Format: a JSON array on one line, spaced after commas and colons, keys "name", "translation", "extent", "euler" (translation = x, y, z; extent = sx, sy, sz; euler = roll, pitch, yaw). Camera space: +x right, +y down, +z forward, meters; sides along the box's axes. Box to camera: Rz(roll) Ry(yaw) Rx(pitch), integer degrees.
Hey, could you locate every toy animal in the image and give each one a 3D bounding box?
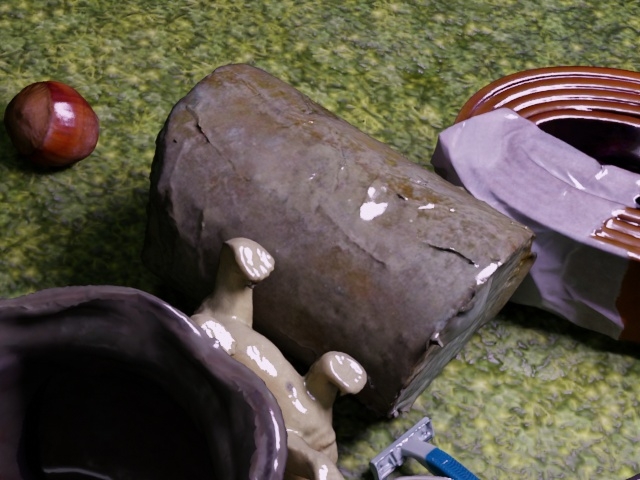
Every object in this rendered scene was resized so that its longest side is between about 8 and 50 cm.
[{"name": "toy animal", "translation": [-0.036, 0.117, 0.971], "extent": [0.218, 0.101, 0.103], "euler": [49, 46, 1]}]

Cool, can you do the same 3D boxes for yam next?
[{"name": "yam", "translation": [0.000, 0.000, 1.069], "extent": [0.300, 0.195, 0.195], "euler": [31, 51, 18]}]

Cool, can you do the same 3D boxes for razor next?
[{"name": "razor", "translation": [0.127, 0.205, 1.001], "extent": [0.191, 0.037, 0.068], "euler": [39, 53, 25]}]

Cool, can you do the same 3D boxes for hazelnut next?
[{"name": "hazelnut", "translation": [-0.236, -0.105, 1.206], "extent": [0.086, 0.086, 0.086], "euler": [4, 48, -5]}]

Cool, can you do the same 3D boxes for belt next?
[{"name": "belt", "translation": [0.262, -0.027, 1.152], "extent": [0.339, 0.122, 0.217], "euler": [17, 55, 12]}]

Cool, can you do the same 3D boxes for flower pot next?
[{"name": "flower pot", "translation": [-0.170, 0.191, 0.848], "extent": [0.302, 0.213, 0.301], "euler": [5, 46, -5]}]

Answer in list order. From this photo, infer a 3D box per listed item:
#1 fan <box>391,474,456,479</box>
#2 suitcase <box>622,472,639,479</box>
[{"name": "fan", "translation": [0.137, 0.242, 0.958], "extent": [0.220, 0.009, 0.132], "euler": [13, 68, 7]}, {"name": "suitcase", "translation": [0.142, 0.262, 0.744], "extent": [0.339, 0.345, 0.188], "euler": [-11, 62, -15]}]
